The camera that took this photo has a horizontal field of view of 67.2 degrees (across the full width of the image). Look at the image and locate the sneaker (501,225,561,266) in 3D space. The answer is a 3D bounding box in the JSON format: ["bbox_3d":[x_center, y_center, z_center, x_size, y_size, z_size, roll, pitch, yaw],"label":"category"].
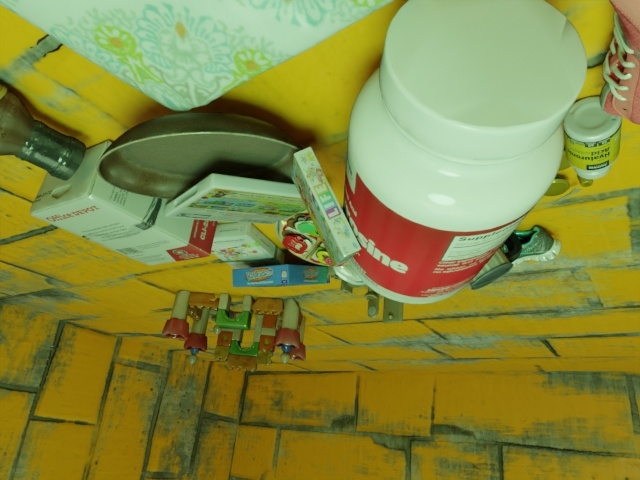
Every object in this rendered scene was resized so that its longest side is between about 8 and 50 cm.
[{"bbox_3d":[0.393,0.011,0.980,0.076,0.065,0.166,39,140,-25],"label":"sneaker"}]

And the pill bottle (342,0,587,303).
[{"bbox_3d":[0.144,-0.082,0.597,0.229,0.229,0.407,5,156,3],"label":"pill bottle"}]

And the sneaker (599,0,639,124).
[{"bbox_3d":[0.337,-0.173,0.482,0.314,0.116,0.136,22,154,-32],"label":"sneaker"}]

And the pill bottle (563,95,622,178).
[{"bbox_3d":[0.360,-0.130,0.637,0.065,0.065,0.116,-7,154,28],"label":"pill bottle"}]

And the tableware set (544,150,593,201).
[{"bbox_3d":[0.353,-0.110,0.742,0.154,0.024,0.104,16,152,-19],"label":"tableware set"}]

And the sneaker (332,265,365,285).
[{"bbox_3d":[0.134,0.059,1.125,0.229,0.087,0.092,14,139,-19],"label":"sneaker"}]

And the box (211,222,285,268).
[{"bbox_3d":[-0.188,0.015,1.147,0.145,0.038,0.186,-4,154,21],"label":"box"}]

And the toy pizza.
[{"bbox_3d":[0.000,0.000,1.004,0.201,0.032,0.201,11,143,9],"label":"toy pizza"}]

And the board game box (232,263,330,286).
[{"bbox_3d":[-0.093,0.090,1.206,0.160,0.047,0.210,-7,172,27],"label":"board game box"}]

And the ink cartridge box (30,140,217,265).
[{"bbox_3d":[-0.366,-0.056,0.929,0.197,0.114,0.273,-9,153,33],"label":"ink cartridge box"}]

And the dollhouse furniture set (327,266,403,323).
[{"bbox_3d":[0.114,0.136,1.238,0.144,0.123,0.151,-13,150,37],"label":"dollhouse furniture set"}]

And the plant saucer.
[{"bbox_3d":[-0.168,-0.121,0.729,0.311,0.050,0.310,-5,169,-1],"label":"plant saucer"}]

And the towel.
[{"bbox_3d":[-0.144,-0.265,0.425,0.374,0.090,0.320,-12,150,36],"label":"towel"}]

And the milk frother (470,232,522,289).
[{"bbox_3d":[0.285,-0.010,0.843,0.129,0.134,0.143,-29,154,2],"label":"milk frother"}]

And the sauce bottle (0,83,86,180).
[{"bbox_3d":[-0.505,-0.191,0.665,0.111,0.111,0.344,-12,152,36],"label":"sauce bottle"}]

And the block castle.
[{"bbox_3d":[-0.280,0.327,1.667,0.453,0.212,0.303,4,157,5],"label":"block castle"}]

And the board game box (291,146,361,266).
[{"bbox_3d":[0.004,-0.043,0.682,0.026,0.154,0.103,-24,172,-10],"label":"board game box"}]

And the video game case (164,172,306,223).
[{"bbox_3d":[-0.131,-0.067,0.855,0.227,0.026,0.206,3,168,-37],"label":"video game case"}]
